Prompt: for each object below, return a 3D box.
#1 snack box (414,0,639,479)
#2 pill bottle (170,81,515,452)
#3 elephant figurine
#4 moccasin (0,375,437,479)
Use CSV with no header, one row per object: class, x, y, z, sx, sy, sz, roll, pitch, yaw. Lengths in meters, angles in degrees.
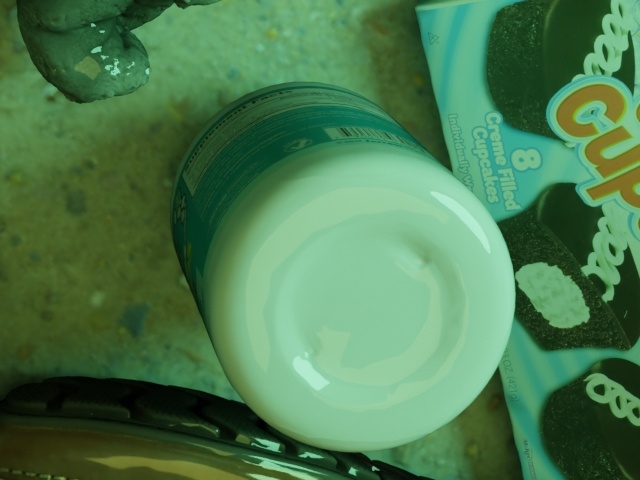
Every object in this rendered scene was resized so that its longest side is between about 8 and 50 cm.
snack box,0.182,-0.002,1.089,0.187,0.060,0.322,-7,109,22
pill bottle,0.000,0.000,0.989,0.146,0.264,0.146,-3,105,-9
elephant figurine,-0.055,-0.186,0.982,0.239,0.186,0.169,-21,105,1
moccasin,-0.024,0.182,1.112,0.380,0.139,0.147,23,91,-25
